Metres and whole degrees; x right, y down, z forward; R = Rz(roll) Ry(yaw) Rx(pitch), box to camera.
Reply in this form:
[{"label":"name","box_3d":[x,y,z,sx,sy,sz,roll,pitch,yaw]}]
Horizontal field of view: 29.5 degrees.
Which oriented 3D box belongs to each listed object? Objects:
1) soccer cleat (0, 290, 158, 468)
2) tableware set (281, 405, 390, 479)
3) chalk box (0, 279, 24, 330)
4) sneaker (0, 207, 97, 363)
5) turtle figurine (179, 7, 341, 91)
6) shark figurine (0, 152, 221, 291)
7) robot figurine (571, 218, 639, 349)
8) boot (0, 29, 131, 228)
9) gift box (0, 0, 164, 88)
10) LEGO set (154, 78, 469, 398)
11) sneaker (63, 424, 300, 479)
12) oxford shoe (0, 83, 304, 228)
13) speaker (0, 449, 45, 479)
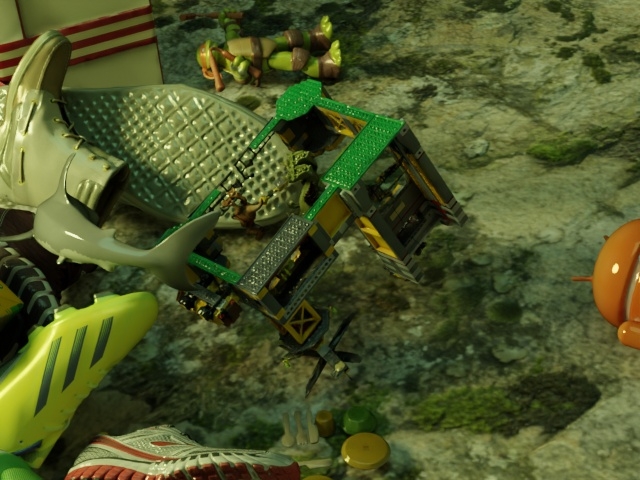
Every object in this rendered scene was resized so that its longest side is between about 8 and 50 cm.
[{"label":"soccer cleat","box_3d":[-0.268,0.152,1.179,0.289,0.093,0.121,-32,73,4]},{"label":"tableware set","box_3d":[0.019,0.220,1.171,0.104,0.024,0.154,-6,38,-6]},{"label":"chalk box","box_3d":[-0.432,0.102,1.216,0.132,0.213,0.132,45,14,3]},{"label":"sneaker","box_3d":[-0.294,0.055,1.353,0.162,0.106,0.281,-3,49,-50]},{"label":"turtle figurine","box_3d":[-0.084,-0.259,1.723,0.217,0.087,0.269,-4,30,-10]},{"label":"shark figurine","box_3d":[-0.237,-0.028,1.247,0.166,0.116,0.278,5,7,-39]},{"label":"robot figurine","box_3d":[0.379,0.050,1.256,0.219,0.128,0.158,20,88,28]},{"label":"boot","box_3d":[-0.295,-0.126,1.435,0.165,0.213,0.077,24,8,15]},{"label":"gift box","box_3d":[-0.375,-0.312,1.682,0.258,0.255,0.276,-15,30,-14]},{"label":"LEGO set","box_3d":[0.000,0.000,1.337,0.255,0.192,0.331,12,60,44]},{"label":"sneaker","box_3d":[-0.129,0.211,1.142,0.225,0.088,0.093,0,36,10]},{"label":"oxford shoe","box_3d":[-0.225,-0.110,1.522,0.449,0.130,0.169,9,85,15]},{"label":"speaker","box_3d":[-0.224,0.287,1.029,0.296,0.131,0.131,26,48,33]}]
